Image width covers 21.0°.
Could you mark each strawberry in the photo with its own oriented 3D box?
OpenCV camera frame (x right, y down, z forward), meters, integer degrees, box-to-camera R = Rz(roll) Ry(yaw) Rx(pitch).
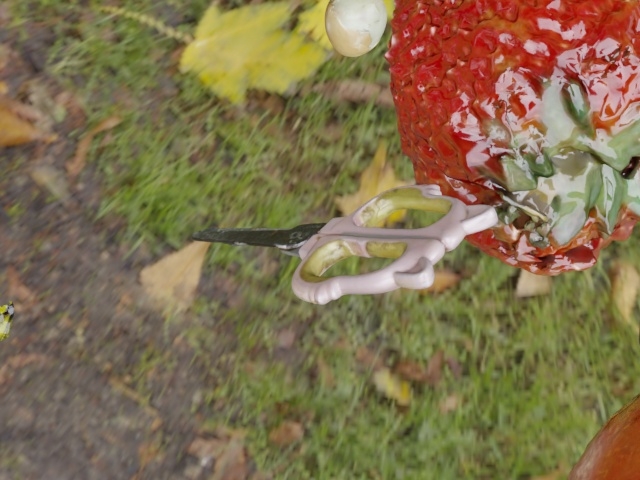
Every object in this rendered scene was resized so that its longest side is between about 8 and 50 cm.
[{"bbox_3d":[0.172,-0.151,1.570,0.267,0.351,0.312,-10,141,-26],"label":"strawberry"}]

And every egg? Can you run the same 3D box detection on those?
[{"bbox_3d":[0.040,-0.247,1.968,0.071,0.071,0.083,7,134,4],"label":"egg"}]

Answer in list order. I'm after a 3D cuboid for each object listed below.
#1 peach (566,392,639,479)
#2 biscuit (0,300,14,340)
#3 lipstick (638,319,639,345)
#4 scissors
[{"bbox_3d":[0.248,0.198,0.864,0.281,0.281,0.338,7,123,4],"label":"peach"},{"bbox_3d":[-0.430,0.073,1.651,0.292,0.026,0.048,5,118,-34],"label":"biscuit"},{"bbox_3d":[0.379,0.045,1.496,0.076,0.304,0.076,13,110,38],"label":"lipstick"},{"bbox_3d":[0.000,0.000,1.418,0.317,0.160,0.024,3,127,47],"label":"scissors"}]
